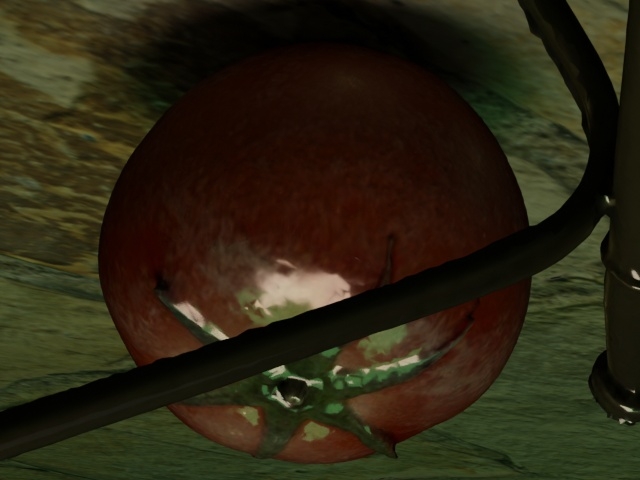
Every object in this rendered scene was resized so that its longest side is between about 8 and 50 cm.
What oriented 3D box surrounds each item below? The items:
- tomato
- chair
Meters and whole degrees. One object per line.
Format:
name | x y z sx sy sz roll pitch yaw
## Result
tomato | 0.000 0.000 1.069 0.265 0.264 0.265 1 162 0
chair | -0.086 -0.141 0.404 0.365 0.362 0.410 -17 155 -19
